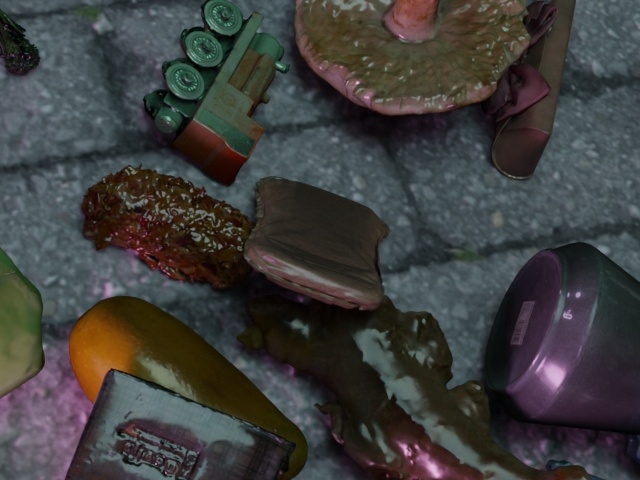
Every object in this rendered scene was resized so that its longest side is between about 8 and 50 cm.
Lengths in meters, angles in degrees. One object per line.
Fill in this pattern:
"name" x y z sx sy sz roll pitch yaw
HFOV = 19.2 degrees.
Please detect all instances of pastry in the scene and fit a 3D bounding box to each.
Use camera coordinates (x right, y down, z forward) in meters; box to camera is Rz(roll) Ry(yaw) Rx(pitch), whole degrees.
"pastry" -0.132 -0.019 1.705 0.169 0.063 0.087 21 58 -8

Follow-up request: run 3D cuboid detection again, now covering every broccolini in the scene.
"broccolini" -0.311 -0.212 1.786 0.035 0.030 0.140 -40 70 4

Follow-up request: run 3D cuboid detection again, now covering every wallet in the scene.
"wallet" -0.151 0.273 1.472 0.169 0.044 0.317 24 78 -7

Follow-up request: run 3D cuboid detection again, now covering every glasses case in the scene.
"glasses case" 0.205 -0.170 1.890 0.070 0.102 0.193 16 57 -2

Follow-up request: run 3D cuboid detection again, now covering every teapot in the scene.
"teapot" 0.274 0.126 1.713 0.225 0.171 0.203 22 87 -13

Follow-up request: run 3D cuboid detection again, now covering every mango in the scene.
"mango" -0.111 0.131 1.583 0.227 0.136 0.099 32 91 6

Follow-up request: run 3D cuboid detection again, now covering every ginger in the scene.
"ginger" 0.070 0.152 1.661 0.166 0.080 0.333 -42 78 -5

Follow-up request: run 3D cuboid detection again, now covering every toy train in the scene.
"toy train" -0.093 -0.149 1.796 0.118 0.074 0.176 34 50 -9

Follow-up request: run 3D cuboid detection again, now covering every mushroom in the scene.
"mushroom" 0.111 -0.274 1.816 0.233 0.302 0.208 25 28 5

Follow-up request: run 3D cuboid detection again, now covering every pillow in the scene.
"pillow" -0.003 -0.001 1.705 0.135 0.034 0.211 23 23 -5

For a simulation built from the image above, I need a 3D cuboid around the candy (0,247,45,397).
"candy" -0.372 0.123 1.494 0.343 0.142 0.132 -33 88 -31
